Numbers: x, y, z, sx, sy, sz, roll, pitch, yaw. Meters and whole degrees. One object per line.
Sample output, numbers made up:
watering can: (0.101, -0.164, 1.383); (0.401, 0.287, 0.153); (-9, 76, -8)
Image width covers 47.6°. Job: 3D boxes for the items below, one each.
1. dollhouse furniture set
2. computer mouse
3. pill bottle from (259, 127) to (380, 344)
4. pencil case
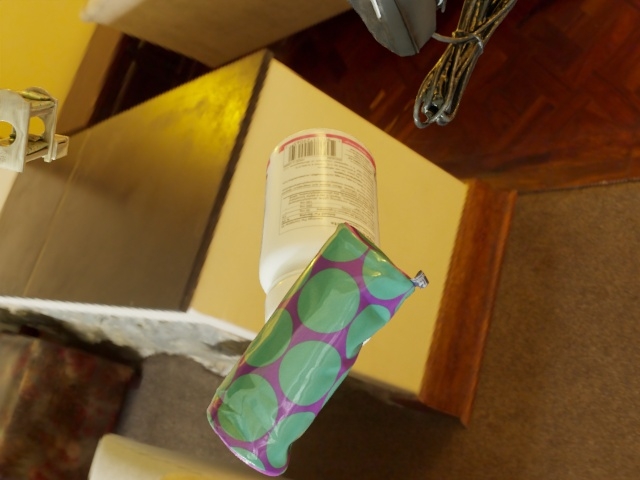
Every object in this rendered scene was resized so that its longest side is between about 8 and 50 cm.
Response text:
dollhouse furniture set: (-0.451, -0.171, 0.999); (0.182, 0.161, 0.101); (-96, 18, -76)
computer mouse: (0.079, -0.218, 0.509); (0.060, 0.262, 0.184); (14, 68, 43)
pill bottle: (0.000, 0.000, 0.971); (0.160, 0.160, 0.283); (-35, 39, 36)
pencil case: (-0.004, 0.066, 0.445); (0.151, 0.070, 0.064); (-53, 44, -4)
